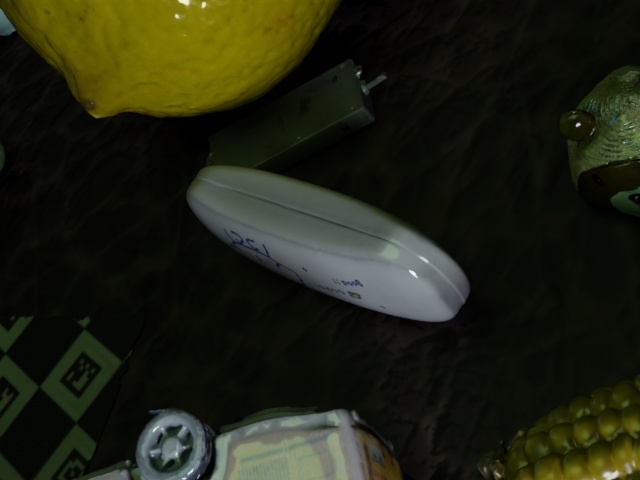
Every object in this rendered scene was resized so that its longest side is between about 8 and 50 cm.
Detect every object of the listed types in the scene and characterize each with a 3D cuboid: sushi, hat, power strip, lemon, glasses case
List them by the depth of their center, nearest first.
[{"bbox_3d":[0.166,-0.057,0.676,0.077,0.059,0.076,14,66,44],"label":"hat"},{"bbox_3d":[0.000,0.000,0.739,0.197,0.076,0.049,19,72,40],"label":"glasses case"},{"bbox_3d":[-0.094,-0.214,0.825,0.267,0.267,0.267,-17,54,25],"label":"lemon"},{"bbox_3d":[-0.015,-0.075,0.835,0.136,0.019,0.051,-28,49,17],"label":"power strip"},{"bbox_3d":[-0.274,0.166,0.840,0.264,0.050,0.290,1,63,35],"label":"sushi"}]

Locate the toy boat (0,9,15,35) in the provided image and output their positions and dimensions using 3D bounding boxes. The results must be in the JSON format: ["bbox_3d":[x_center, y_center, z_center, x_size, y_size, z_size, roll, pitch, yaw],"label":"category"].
[{"bbox_3d":[-0.267,-0.272,1.093,0.134,0.079,0.207,2,62,30],"label":"toy boat"}]

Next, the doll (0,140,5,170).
[{"bbox_3d":[-0.412,-0.029,0.962,0.322,0.198,0.186,1,75,24],"label":"doll"}]

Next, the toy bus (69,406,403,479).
[{"bbox_3d":[-0.118,0.184,0.667,0.343,0.097,0.138,-20,62,12],"label":"toy bus"}]

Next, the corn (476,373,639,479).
[{"bbox_3d":[0.213,0.081,0.527,0.305,0.106,0.106,-23,52,18],"label":"corn"}]
